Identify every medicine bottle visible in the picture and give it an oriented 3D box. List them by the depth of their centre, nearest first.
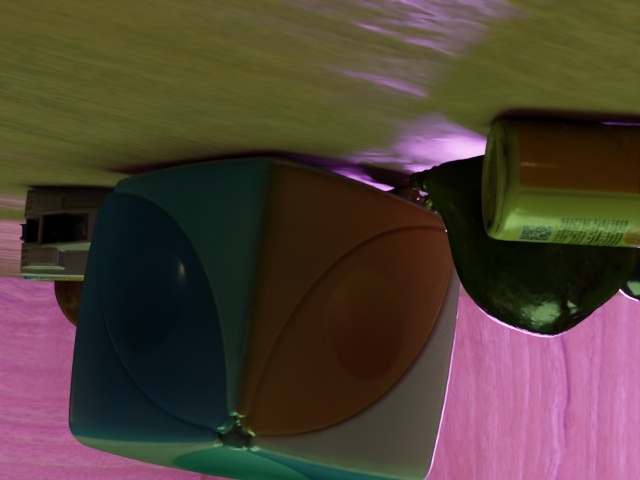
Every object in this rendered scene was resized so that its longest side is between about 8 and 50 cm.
[{"bbox_3d":[0.275,-0.053,1.395,0.239,0.124,0.124,2,175,-5],"label":"medicine bottle"}]

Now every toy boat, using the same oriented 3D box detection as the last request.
[{"bbox_3d":[-0.262,-0.009,2.023,0.295,0.129,0.088,1,163,4],"label":"toy boat"}]

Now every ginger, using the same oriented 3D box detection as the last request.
[{"bbox_3d":[0.145,-0.043,1.905,0.176,0.052,0.193,-3,165,40],"label":"ginger"}]

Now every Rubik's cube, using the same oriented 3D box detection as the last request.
[{"bbox_3d":[-0.068,0.111,1.807,0.347,0.352,0.352,19,160,-41],"label":"Rubik's cube"}]

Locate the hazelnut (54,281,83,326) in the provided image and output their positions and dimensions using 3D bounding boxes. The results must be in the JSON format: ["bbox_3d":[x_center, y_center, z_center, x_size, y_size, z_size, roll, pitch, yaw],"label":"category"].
[{"bbox_3d":[-0.341,0.070,2.491,0.214,0.214,0.176,1,161,9],"label":"hazelnut"}]

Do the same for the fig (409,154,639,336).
[{"bbox_3d":[0.204,-0.015,1.547,0.245,0.195,0.195,31,175,2],"label":"fig"}]

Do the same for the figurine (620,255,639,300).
[{"bbox_3d":[0.426,0.009,1.851,0.222,0.145,0.145,0,177,-38],"label":"figurine"}]
